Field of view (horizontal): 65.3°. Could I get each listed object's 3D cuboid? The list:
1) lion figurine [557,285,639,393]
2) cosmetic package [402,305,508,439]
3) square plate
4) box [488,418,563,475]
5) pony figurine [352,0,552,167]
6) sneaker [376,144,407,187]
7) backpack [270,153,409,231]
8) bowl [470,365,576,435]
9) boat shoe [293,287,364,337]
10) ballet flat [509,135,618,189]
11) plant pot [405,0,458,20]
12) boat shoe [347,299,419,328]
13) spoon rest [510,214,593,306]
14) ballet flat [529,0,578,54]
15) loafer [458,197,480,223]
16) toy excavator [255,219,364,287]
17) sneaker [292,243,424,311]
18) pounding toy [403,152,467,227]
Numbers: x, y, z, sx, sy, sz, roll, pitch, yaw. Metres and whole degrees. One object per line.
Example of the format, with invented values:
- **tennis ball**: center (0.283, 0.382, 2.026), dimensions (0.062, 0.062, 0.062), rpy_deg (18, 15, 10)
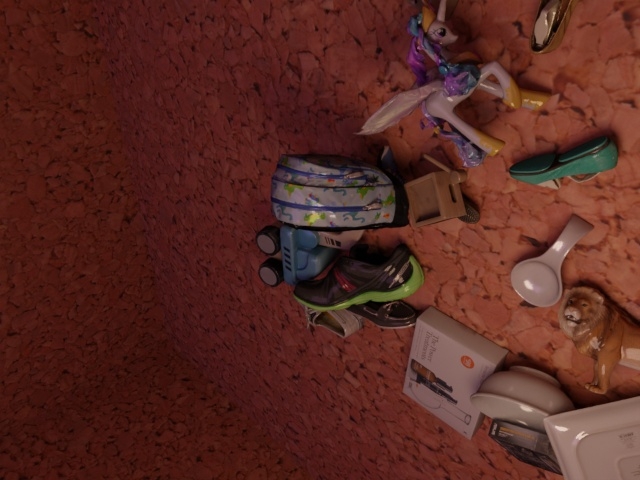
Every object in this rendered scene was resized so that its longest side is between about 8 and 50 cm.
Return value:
- **lion figurine**: center (0.748, 0.256, 1.147), dimensions (0.392, 0.142, 0.240), rpy_deg (12, 85, 28)
- **cosmetic package**: center (0.434, 0.443, 1.668), dimensions (0.284, 0.097, 0.377), rpy_deg (28, 132, 32)
- **square plate**: center (0.772, 0.549, 1.220), dimensions (0.347, 0.049, 0.344), rpy_deg (-20, 101, 16)
- **box**: center (0.637, 0.621, 1.487), dimensions (0.231, 0.056, 0.183), rpy_deg (41, 154, -31)
- **pony figurine**: center (0.293, -0.345, 1.200), dimensions (0.363, 0.303, 0.351), rpy_deg (42, 133, 1)
- **sneaker**: center (0.222, -0.189, 1.526), dimensions (0.081, 0.080, 0.211), rpy_deg (0, 116, 26)
- **backpack**: center (0.031, -0.132, 1.405), dimensions (0.290, 0.355, 0.274), rpy_deg (-139, 37, -57)
- **bowl**: center (0.587, 0.447, 1.413), dimensions (0.297, 0.134, 0.298), rpy_deg (23, 157, 10)
- **boat shoe**: center (-0.009, 0.297, 2.034), dimensions (0.367, 0.156, 0.136), rpy_deg (28, 132, 36)
- **ballet flat**: center (0.552, -0.160, 1.144), dimensions (0.087, 0.083, 0.247), rpy_deg (54, 147, -15)
- **plant pot**: center (0.262, -0.591, 1.180), dimensions (0.109, 0.096, 0.109), rpy_deg (45, 141, 19)
- **boat shoe**: center (0.202, 0.233, 1.785), dimensions (0.335, 0.112, 0.096), rpy_deg (8, 124, 51)
- **spoon rest**: center (0.574, 0.064, 1.260), dimensions (0.137, 0.084, 0.276), rpy_deg (40, 138, 26)
- **ballet flat**: center (0.475, -0.483, 0.997), dimensions (0.080, 0.073, 0.232), rpy_deg (35, 145, 34)
- **loafer**: center (0.388, -0.098, 1.395), dimensions (0.148, 0.050, 0.056), rpy_deg (39, 133, 31)
- **toy excavator**: center (0.000, 0.000, 1.827), dimensions (0.445, 0.222, 0.433), rpy_deg (16, 125, 26)
- **sneaker**: center (0.116, 0.117, 1.715), dimensions (0.482, 0.185, 0.202), rpy_deg (-15, 96, 28)
- **pounding toy**: center (0.326, -0.146, 1.326), dimensions (0.206, 0.094, 0.181), rpy_deg (-18, 84, 59)
